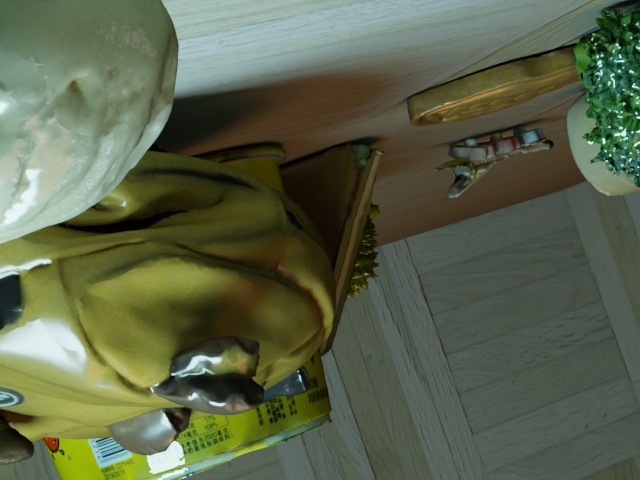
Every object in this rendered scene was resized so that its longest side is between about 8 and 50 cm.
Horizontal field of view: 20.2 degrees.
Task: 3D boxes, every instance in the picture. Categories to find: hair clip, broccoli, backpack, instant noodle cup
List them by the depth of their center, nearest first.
[{"bbox_3d":[-0.153,0.053,1.279,0.354,0.201,0.378,-18,164,39],"label":"backpack"},{"bbox_3d":[0.283,-0.144,1.516,0.220,0.194,0.194,-42,180,-9],"label":"broccoli"},{"bbox_3d":[-0.142,0.083,1.618,0.326,0.254,0.325,-19,176,-1],"label":"instant noodle cup"},{"bbox_3d":[0.211,-0.109,2.201,0.062,0.056,0.214,-4,-163,44],"label":"hair clip"}]

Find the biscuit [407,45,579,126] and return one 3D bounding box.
[{"bbox_3d":[0.168,-0.139,1.647,0.221,0.029,0.142,-17,176,-32],"label":"biscuit"}]

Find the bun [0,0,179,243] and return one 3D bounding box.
[{"bbox_3d":[-0.147,-0.048,0.782,0.183,0.102,0.183,-19,174,-2],"label":"bun"}]

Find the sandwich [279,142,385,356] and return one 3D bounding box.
[{"bbox_3d":[-0.062,-0.011,1.852,0.198,0.227,0.155,17,-176,8],"label":"sandwich"}]

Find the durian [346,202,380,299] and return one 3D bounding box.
[{"bbox_3d":[-0.012,0.009,2.025,0.159,0.146,0.198,-19,177,12],"label":"durian"}]

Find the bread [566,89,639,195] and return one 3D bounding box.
[{"bbox_3d":[0.372,-0.130,2.022,0.141,0.134,0.148,-22,-171,46],"label":"bread"}]
